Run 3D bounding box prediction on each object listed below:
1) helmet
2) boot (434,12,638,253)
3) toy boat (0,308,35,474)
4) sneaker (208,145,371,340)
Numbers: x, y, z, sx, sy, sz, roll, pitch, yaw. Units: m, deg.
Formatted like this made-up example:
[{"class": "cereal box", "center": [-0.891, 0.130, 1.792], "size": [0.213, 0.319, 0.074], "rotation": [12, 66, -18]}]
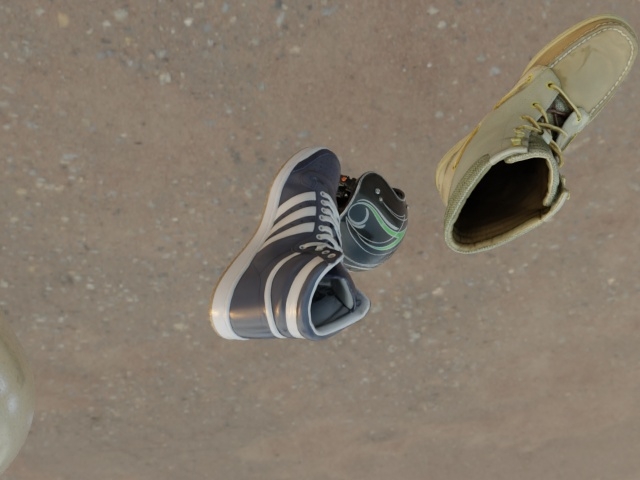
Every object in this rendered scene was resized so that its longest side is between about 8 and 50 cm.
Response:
[{"class": "helmet", "center": [0.059, -0.032, 1.197], "size": [0.169, 0.169, 0.161], "rotation": [-27, 134, 27]}, {"class": "boot", "center": [0.178, -0.086, 0.599], "size": [0.077, 0.165, 0.213], "rotation": [43, 110, -7]}, {"class": "toy boat", "center": [-0.263, 0.029, 0.377], "size": [0.148, 0.267, 0.318], "rotation": [-30, 179, -19]}, {"class": "sneaker", "center": [0.000, 0.000, 0.862], "size": [0.153, 0.282, 0.099], "rotation": [1, 140, 36]}]
